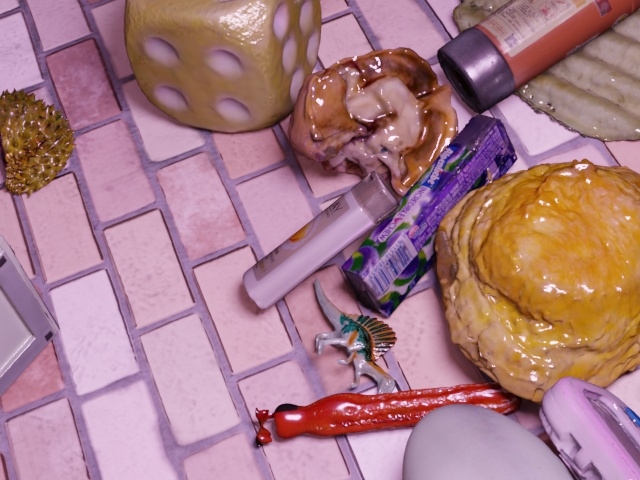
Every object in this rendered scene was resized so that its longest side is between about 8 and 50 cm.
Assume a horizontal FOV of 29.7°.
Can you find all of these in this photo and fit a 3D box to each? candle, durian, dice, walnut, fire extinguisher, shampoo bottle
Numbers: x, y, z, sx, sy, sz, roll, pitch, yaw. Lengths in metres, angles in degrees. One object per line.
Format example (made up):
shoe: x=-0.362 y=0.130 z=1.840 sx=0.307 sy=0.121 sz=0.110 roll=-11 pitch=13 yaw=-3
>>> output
candle: x=0.080 y=0.207 z=1.476 sx=0.329 sy=0.051 sz=0.048 roll=-8 pitch=56 yaw=6
durian: x=-0.439 y=-0.169 z=1.821 sx=0.119 sy=0.108 sz=0.187 roll=-13 pitch=52 yaw=2
dice: x=-0.141 y=-0.315 z=1.788 sx=0.233 sy=0.238 sz=0.227 roll=8 pitch=56 yaw=18
walnut: x=0.070 y=-0.168 z=1.691 sx=0.238 sy=0.141 sz=0.204 roll=26 pitch=76 yaw=-21
fire extinguisher: x=0.333 y=-0.346 z=1.723 sx=0.376 sy=0.113 sz=0.200 roll=-33 pitch=55 yaw=-3
shampoo bottle: x=0.000 y=0.000 z=1.586 sx=0.227 sy=0.056 sz=0.086 roll=-38 pitch=18 yaw=10

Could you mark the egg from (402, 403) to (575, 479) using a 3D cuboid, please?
egg: x=0.185 y=0.288 z=1.314 sx=0.183 sy=0.183 sz=0.264 roll=-25 pitch=47 yaw=-7

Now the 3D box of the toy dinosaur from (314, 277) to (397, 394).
toy dinosaur: x=0.046 y=0.122 z=1.558 sx=0.106 sy=0.044 sz=0.187 roll=2 pitch=41 yaw=-3

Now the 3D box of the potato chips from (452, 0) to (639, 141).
potato chips: x=0.410 y=-0.324 z=1.795 sx=0.429 sy=0.070 sz=0.358 roll=33 pitch=70 yaw=32

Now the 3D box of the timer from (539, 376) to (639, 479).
timer: x=0.332 y=0.245 z=1.321 sx=0.069 sy=0.190 sz=0.208 roll=-45 pitch=53 yaw=18

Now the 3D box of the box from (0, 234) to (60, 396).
box: x=-0.473 y=0.116 z=1.546 sx=0.117 sy=0.225 sz=0.225 roll=26 pitch=64 yaw=27

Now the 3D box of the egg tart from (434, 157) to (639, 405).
egg tart: x=0.298 y=0.015 z=1.498 sx=0.351 sy=0.153 sz=0.339 roll=-23 pitch=55 yaw=-13

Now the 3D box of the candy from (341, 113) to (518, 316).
candy: x=0.148 y=-0.036 z=1.615 sx=0.061 sy=0.088 sz=0.312 roll=20 pitch=60 yaw=45
